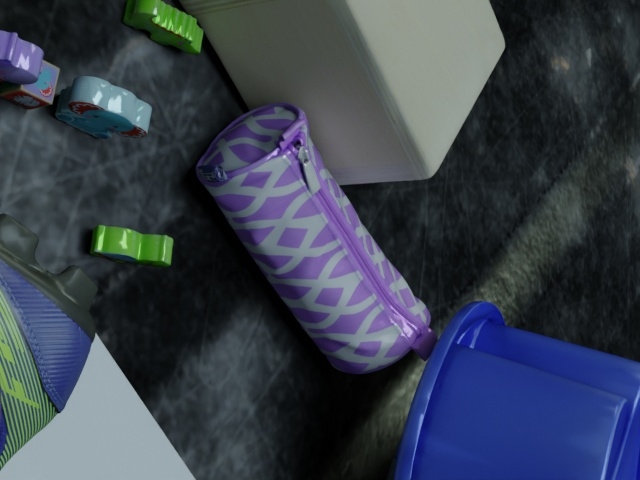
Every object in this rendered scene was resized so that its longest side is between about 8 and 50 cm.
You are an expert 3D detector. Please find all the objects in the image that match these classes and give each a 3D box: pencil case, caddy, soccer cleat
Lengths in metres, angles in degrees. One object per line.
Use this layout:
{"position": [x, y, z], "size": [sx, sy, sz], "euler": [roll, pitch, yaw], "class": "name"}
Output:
{"position": [0.000, 0.000, 0.763], "size": [0.206, 0.088, 0.086], "euler": [56, 46, -31], "class": "pencil case"}
{"position": [0.127, 0.218, 0.817], "size": [0.241, 0.179, 0.341], "euler": [-11, 108, -65], "class": "caddy"}
{"position": [-0.225, 0.005, 0.468], "size": [0.289, 0.093, 0.121], "euler": [37, 68, -28], "class": "soccer cleat"}

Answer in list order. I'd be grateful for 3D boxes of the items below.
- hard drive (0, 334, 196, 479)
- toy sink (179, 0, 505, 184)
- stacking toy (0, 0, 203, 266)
{"position": [-0.184, 0.200, 0.546], "size": [0.319, 0.040, 0.210], "euler": [-48, 117, -41], "class": "hard drive"}
{"position": [0.007, -0.174, 0.761], "size": [0.234, 0.131, 0.153], "euler": [59, 46, -34], "class": "toy sink"}
{"position": [-0.149, -0.089, 0.625], "size": [0.221, 0.052, 0.167], "euler": [23, 68, -47], "class": "stacking toy"}
